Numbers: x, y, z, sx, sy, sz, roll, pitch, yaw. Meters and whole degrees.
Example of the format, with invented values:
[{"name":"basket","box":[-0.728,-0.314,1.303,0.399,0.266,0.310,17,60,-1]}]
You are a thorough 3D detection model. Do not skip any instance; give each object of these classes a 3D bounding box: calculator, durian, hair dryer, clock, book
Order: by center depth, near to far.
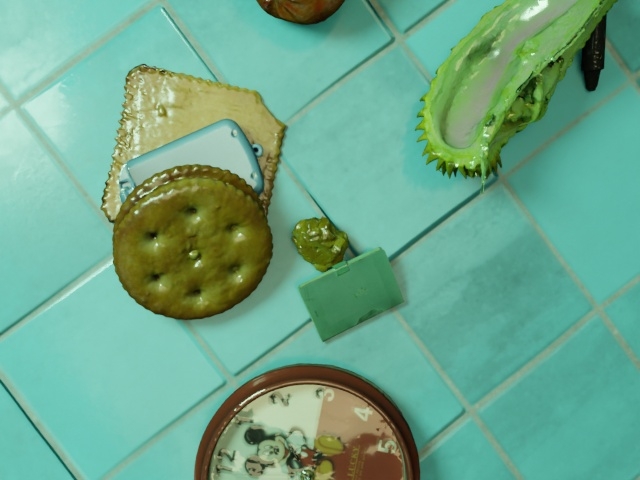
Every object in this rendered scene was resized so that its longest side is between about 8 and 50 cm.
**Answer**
[{"name":"durian","box":[0.260,-0.230,1.089,0.157,0.169,0.355,37,86,-7]},{"name":"calculator","box":[-0.176,-0.086,1.098,0.210,0.039,0.121,-25,96,-5]},{"name":"clock","box":[-0.018,0.331,1.111,0.318,0.080,0.318,0,92,-1]},{"name":"book","box":[0.043,0.075,1.129,0.135,0.017,0.103,-26,116,-5]},{"name":"hair dryer","box":[0.398,-0.346,1.155,0.071,0.114,0.248,-10,112,-10]}]

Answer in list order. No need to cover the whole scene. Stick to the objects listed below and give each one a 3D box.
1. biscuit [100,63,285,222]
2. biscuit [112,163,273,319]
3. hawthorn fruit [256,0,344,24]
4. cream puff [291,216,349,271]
[{"name":"biscuit","box":[-0.178,-0.117,1.124,0.237,0.013,0.232,11,89,-7]},{"name":"biscuit","box":[-0.172,0.006,1.064,0.220,0.066,0.220,-8,121,-14]},{"name":"hawthorn fruit","box":[-0.024,-0.403,1.068,0.179,0.179,0.200,28,67,-5]},{"name":"cream puff","box":[0.000,0.000,1.124,0.083,0.083,0.058,13,47,5]}]
